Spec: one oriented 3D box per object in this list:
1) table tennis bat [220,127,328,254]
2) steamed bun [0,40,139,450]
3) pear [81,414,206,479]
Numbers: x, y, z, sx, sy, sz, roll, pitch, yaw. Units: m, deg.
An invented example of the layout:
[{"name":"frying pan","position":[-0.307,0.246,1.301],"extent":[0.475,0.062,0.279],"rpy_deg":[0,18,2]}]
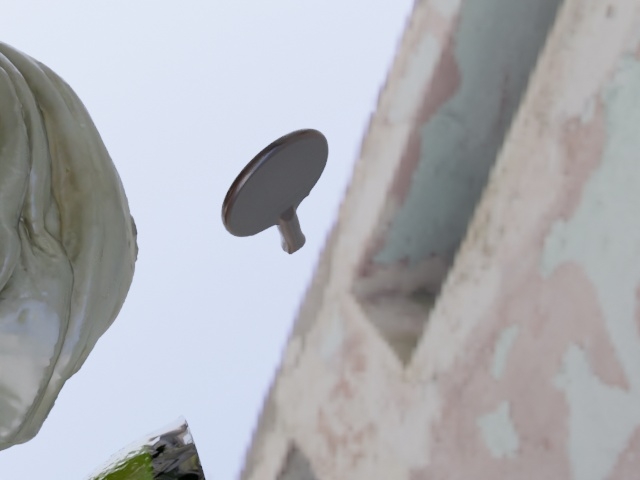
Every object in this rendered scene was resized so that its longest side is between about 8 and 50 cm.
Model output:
[{"name":"table tennis bat","position":[0.000,0.000,1.320],"extent":[0.119,0.107,0.170],"rpy_deg":[46,-11,22]},{"name":"steamed bun","position":[-0.274,-0.014,1.158],"extent":[0.219,0.324,0.310],"rpy_deg":[-30,-150,58]},{"name":"pear","position":[-0.156,0.353,1.326],"extent":[0.399,0.165,0.399],"rpy_deg":[170,-90,-80]}]
